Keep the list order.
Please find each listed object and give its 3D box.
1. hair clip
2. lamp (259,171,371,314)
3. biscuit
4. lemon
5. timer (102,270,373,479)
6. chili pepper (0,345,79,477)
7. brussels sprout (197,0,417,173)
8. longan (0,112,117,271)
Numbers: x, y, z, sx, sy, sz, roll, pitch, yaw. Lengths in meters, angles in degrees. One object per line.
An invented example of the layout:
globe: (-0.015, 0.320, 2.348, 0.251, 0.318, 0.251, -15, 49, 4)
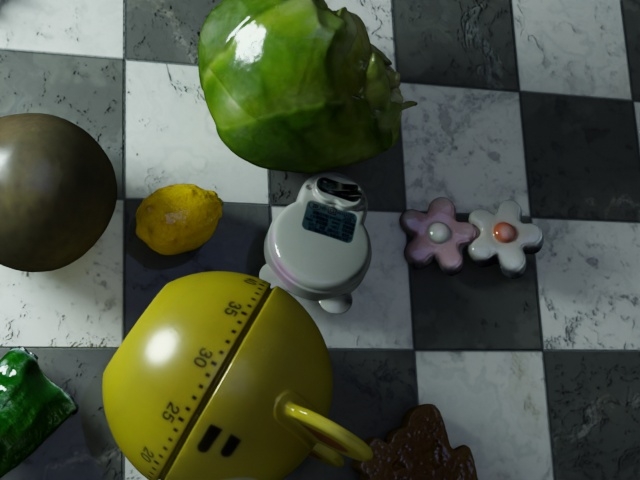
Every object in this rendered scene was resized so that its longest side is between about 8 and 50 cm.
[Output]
hair clip: (0.269, -0.006, 1.942, 0.257, 0.075, 0.146, 5, 79, -12)
lamp: (0.000, 0.000, 1.831, 0.179, 0.108, 0.246, 21, 63, -8)
biscuit: (0.180, 0.438, 1.806, 0.301, 0.043, 0.278, 40, 66, -6)
lemon: (-0.228, -0.037, 1.767, 0.155, 0.114, 0.114, -24, 84, -26)
timer: (-0.115, 0.237, 1.599, 0.387, 0.376, 0.376, 32, 69, -1)
chili pepper: (-0.486, 0.284, 1.572, 0.136, 0.099, 0.270, 58, 41, -16)
brussels sprout: (-0.034, -0.267, 1.798, 0.371, 0.315, 0.276, 31, 34, -44)
longan: (-0.438, -0.077, 1.638, 0.258, 0.258, 0.258, 5, 74, -16)
